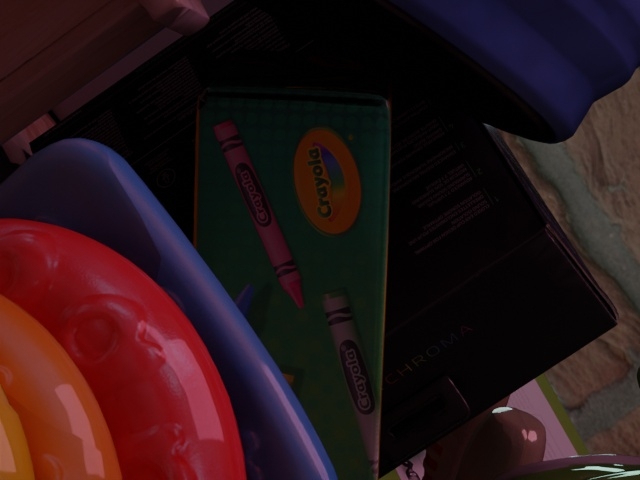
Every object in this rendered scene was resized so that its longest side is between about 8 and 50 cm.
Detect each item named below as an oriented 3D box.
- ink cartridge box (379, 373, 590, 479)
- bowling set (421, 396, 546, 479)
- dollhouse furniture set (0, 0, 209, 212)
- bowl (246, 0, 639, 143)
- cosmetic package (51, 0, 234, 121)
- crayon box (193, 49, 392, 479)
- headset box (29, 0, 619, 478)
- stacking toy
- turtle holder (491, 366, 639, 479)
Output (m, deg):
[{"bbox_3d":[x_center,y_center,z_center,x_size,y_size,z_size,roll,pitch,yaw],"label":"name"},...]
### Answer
[{"bbox_3d":[0.077,0.162,1.478,0.255,0.097,0.189,7,38,-31],"label":"ink cartridge box"},{"bbox_3d":[0.029,0.122,1.271,0.200,0.154,0.287,19,17,-5],"label":"bowling set"},{"bbox_3d":[-0.161,-0.115,0.789,0.286,0.198,0.303,57,8,7],"label":"dollhouse furniture set"},{"bbox_3d":[-0.027,-0.164,0.865,0.391,0.077,0.391,30,0,0],"label":"bowl"},{"bbox_3d":[-0.134,-0.225,1.266,0.453,0.230,0.161,52,10,-20],"label":"cosmetic package"},{"bbox_3d":[-0.013,0.061,0.838,0.165,0.081,0.278,-82,175,-79],"label":"crayon box"},{"bbox_3d":[0.000,0.000,1.079,0.131,0.246,0.283,45,13,-53],"label":"headset box"},{"bbox_3d":[-0.139,0.071,0.447,0.166,0.175,0.302,55,19,17],"label":"stacking toy"},{"bbox_3d":[0.131,0.201,0.933,0.227,0.243,0.320,-175,-94,-75],"label":"turtle holder"}]
